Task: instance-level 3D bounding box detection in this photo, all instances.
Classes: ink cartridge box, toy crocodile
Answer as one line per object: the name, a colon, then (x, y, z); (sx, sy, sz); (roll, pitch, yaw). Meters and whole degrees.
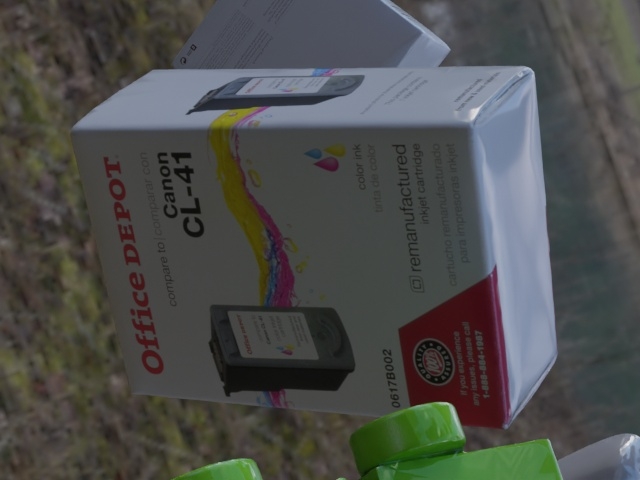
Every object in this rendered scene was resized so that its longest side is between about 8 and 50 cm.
ink cartridge box: (0.000, 0.000, 1.096); (0.131, 0.306, 0.226); (-45, 131, -56)
toy crocodile: (0.001, 0.172, 0.851); (0.340, 0.105, 0.115); (-10, 71, -32)

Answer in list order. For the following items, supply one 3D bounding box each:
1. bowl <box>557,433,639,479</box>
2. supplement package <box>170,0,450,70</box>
bowl: (0.218, 0.236, 1.188); (0.142, 0.142, 0.053); (57, 24, -3)
supplement package: (-0.007, -0.196, 1.649); (0.203, 0.194, 0.149); (40, 10, 13)
